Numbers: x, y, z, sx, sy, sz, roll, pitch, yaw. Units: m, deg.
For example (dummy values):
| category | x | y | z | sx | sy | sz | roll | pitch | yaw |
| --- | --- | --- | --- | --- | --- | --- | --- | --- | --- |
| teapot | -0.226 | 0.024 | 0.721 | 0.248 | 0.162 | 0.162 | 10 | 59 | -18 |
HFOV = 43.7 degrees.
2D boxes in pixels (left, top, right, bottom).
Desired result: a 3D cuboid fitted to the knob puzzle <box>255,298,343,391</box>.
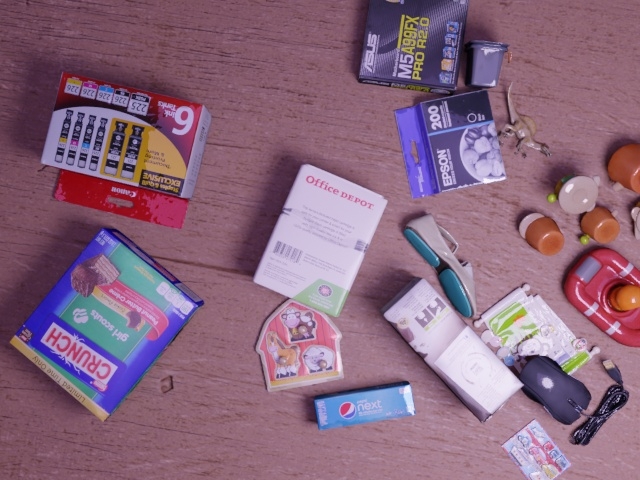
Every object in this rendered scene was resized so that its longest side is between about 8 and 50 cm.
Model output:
| category | x | y | z | sx | sy | sz | roll | pitch | yaw |
| --- | --- | --- | --- | --- | --- | --- | --- | --- | --- |
| knob puzzle | -0.048 | 0.223 | 1.748 | 0.213 | 0.030 | 0.213 | 0 | 88 | 2 |

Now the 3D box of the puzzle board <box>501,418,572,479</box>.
| category | x | y | z | sx | sy | sz | roll | pitch | yaw |
| --- | --- | --- | --- | --- | --- | --- | --- | --- | --- |
| puzzle board | 0.471 | 0.468 | 1.737 | 0.096 | 0.011 | 0.128 | -39 | 87 | 0 |

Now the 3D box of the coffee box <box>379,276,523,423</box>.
| category | x | y | z | sx | sy | sz | roll | pitch | yaw |
| --- | --- | --- | --- | --- | --- | --- | --- | --- | --- |
| coffee box | 0.267 | 0.222 | 1.672 | 0.119 | 0.168 | 0.297 | -43 | 87 | 0 |

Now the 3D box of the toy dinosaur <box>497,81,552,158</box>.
| category | x | y | z | sx | sy | sz | roll | pitch | yaw |
| --- | --- | --- | --- | --- | --- | --- | --- | --- | --- |
| toy dinosaur | 0.431 | -0.247 | 1.751 | 0.093 | 0.053 | 0.183 | -35 | 95 | -15 |

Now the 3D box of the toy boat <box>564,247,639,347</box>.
| category | x | y | z | sx | sy | sz | roll | pitch | yaw |
| --- | --- | --- | --- | --- | --- | --- | --- | --- | --- |
| toy boat | 0.637 | 0.123 | 1.674 | 0.231 | 0.151 | 0.151 | 40 | 90 | 2 |

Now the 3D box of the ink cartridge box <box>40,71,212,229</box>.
| category | x | y | z | sx | sy | sz | roll | pitch | yaw |
| --- | --- | --- | --- | --- | --- | --- | --- | --- | --- |
| ink cartridge box | -0.420 | -0.187 | 1.722 | 0.309 | 0.130 | 0.271 | 13 | 89 | 1 |

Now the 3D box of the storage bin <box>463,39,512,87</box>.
| category | x | y | z | sx | sy | sz | roll | pitch | yaw |
| --- | --- | --- | --- | --- | --- | --- | --- | --- | --- |
| storage bin | 0.356 | -0.374 | 1.715 | 0.098 | 0.135 | 0.091 | 7 | 100 | 1 |

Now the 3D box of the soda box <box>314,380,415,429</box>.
| category | x | y | z | sx | sy | sz | roll | pitch | yaw |
| --- | --- | --- | --- | --- | --- | --- | --- | --- | --- |
| soda box | 0.094 | 0.354 | 1.719 | 0.210 | 0.071 | 0.067 | -9 | 87 | 1 |

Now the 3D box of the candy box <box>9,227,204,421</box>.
| category | x | y | z | sx | sy | sz | roll | pitch | yaw |
| --- | --- | --- | --- | --- | --- | --- | --- | --- | --- |
| candy box | -0.454 | 0.175 | 1.713 | 0.268 | 0.122 | 0.317 | 39 | 91 | 2 |

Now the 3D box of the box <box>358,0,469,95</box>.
| category | x | y | z | sx | sy | sz | roll | pitch | yaw |
| --- | --- | --- | --- | --- | --- | --- | --- | --- | --- |
| box | 0.207 | -0.467 | 1.751 | 0.216 | 0.060 | 0.270 | 9 | 88 | 1 |

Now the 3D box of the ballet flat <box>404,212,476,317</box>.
| category | x | y | z | sx | sy | sz | roll | pitch | yaw |
| --- | --- | --- | --- | --- | --- | --- | --- | --- | --- |
| ballet flat | 0.280 | 0.048 | 1.727 | 0.086 | 0.086 | 0.248 | -35 | 87 | 0 |

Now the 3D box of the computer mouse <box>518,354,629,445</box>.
| category | x | y | z | sx | sy | sz | roll | pitch | yaw |
| --- | --- | --- | --- | --- | --- | --- | --- | --- | --- |
| computer mouse | 0.546 | 0.311 | 1.672 | 0.184 | 0.060 | 0.262 | -46 | 111 | -2 |

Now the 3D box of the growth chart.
| category | x | y | z | sx | sy | sz | roll | pitch | yaw |
| --- | --- | --- | --- | --- | --- | --- | --- | --- | --- |
| growth chart | 0.465 | 0.216 | 1.742 | 0.237 | 0.021 | 0.172 | 45 | 91 | 3 |

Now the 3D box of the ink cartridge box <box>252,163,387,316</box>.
| category | x | y | z | sx | sy | sz | roll | pitch | yaw |
| --- | --- | --- | --- | --- | --- | --- | --- | --- | --- |
| ink cartridge box | 0.000 | 0.000 | 1.712 | 0.198 | 0.115 | 0.273 | 24 | 89 | 2 |

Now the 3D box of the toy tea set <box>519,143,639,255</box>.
| category | x | y | z | sx | sy | sz | roll | pitch | yaw |
| --- | --- | --- | --- | --- | --- | --- | --- | --- | --- |
| toy tea set | 0.588 | -0.088 | 1.723 | 0.336 | 0.124 | 0.200 | -14 | 117 | -2 |

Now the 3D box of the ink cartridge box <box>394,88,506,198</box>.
| category | x | y | z | sx | sy | sz | roll | pitch | yaw |
| --- | --- | --- | --- | --- | --- | --- | --- | --- | --- |
| ink cartridge box | 0.283 | -0.211 | 1.749 | 0.208 | 0.045 | 0.206 | -12 | 88 | 2 |
